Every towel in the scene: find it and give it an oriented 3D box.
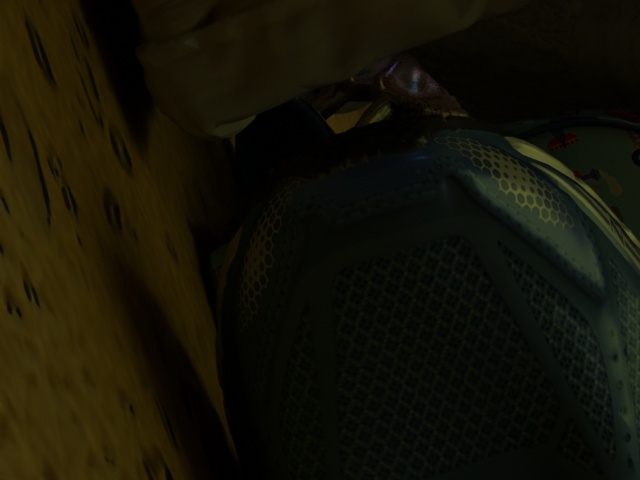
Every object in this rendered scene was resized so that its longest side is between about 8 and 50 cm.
[{"bbox_3d":[0.156,-0.034,0.627,0.282,0.187,0.049,33,72,-57],"label":"towel"}]

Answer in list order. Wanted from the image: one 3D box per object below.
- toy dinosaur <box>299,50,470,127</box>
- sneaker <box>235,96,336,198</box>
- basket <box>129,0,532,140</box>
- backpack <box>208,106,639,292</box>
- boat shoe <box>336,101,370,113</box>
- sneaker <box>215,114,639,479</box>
[{"bbox_3d":[0.053,0.020,0.724,0.200,0.127,0.296,65,11,-53],"label":"toy dinosaur"},{"bbox_3d":[0.000,0.000,0.609,0.144,0.053,0.059,63,-1,34],"label":"sneaker"},{"bbox_3d":[0.051,-0.247,0.513,0.328,0.331,0.266,-100,167,-68],"label":"basket"},{"bbox_3d":[0.070,0.033,0.492,0.117,0.173,0.158,30,43,-80],"label":"backpack"},{"bbox_3d":[-0.021,-0.159,0.968,0.076,0.083,0.226,52,4,-38],"label":"boat shoe"},{"bbox_3d":[0.066,0.128,0.365,0.147,0.130,0.330,-100,170,-78],"label":"sneaker"}]
